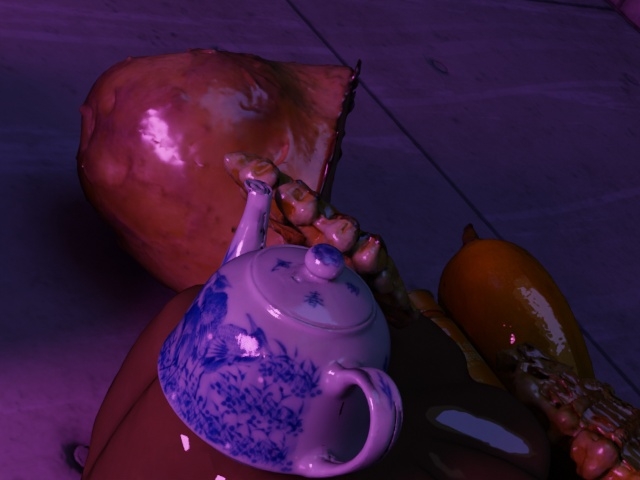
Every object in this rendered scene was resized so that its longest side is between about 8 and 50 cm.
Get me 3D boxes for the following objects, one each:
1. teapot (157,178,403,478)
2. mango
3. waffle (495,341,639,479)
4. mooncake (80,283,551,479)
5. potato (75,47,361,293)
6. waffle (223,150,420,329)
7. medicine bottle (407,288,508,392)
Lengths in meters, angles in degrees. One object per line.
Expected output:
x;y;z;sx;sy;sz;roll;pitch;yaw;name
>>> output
-0.017;0.065;0.970;0.159;0.159;0.232;8;34;-38;teapot
0.211;0.126;1.464;0.119;0.176;0.317;-19;71;-14;mango
0.277;0.187;1.256;0.291;0.051;0.291;34;12;-8;waffle
0.003;0.190;1.121;0.378;0.201;0.378;24;30;-15;mooncake
-0.108;-0.064;1.364;0.237;0.289;0.301;15;48;2;potato
0.000;0.000;1.107;0.169;0.036;0.183;35;-10;29;waffle
0.123;0.147;1.405;0.096;0.096;0.192;0;44;-45;medicine bottle
